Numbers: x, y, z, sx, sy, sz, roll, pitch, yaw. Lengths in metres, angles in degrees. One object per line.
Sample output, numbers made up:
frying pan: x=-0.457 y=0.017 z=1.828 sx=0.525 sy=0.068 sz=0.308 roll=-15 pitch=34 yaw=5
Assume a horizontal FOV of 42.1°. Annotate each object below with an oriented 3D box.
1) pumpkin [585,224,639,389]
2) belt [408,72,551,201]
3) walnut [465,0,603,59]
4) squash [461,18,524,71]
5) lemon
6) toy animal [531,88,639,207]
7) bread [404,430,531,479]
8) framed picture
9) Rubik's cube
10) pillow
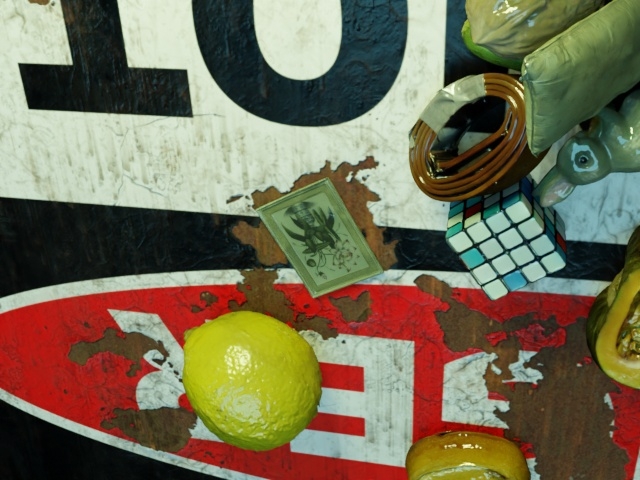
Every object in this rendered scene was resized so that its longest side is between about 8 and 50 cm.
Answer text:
pumpkin: x=0.596 y=0.135 z=1.484 sx=0.190 sy=0.139 sz=0.280 roll=20 pitch=126 yaw=7
belt: x=0.262 y=-0.172 z=1.368 sx=0.261 sy=0.105 sz=0.184 roll=-32 pitch=77 yaw=45
walnut: x=0.310 y=-0.363 z=1.226 sx=0.230 sy=0.178 sz=0.178 roll=-41 pitch=107 yaw=-7
squash: x=0.332 y=-0.306 z=1.328 sx=0.219 sy=0.068 sz=0.077 roll=13 pitch=115 yaw=6
lemon: x=-0.145 y=0.284 z=1.698 sx=0.321 sy=0.268 sz=0.268 roll=25 pitch=124 yaw=-5
toy animal: x=0.448 y=-0.141 z=1.329 sx=0.251 sy=0.127 sz=0.125 roll=-33 pitch=114 yaw=13
bread: x=0.312 y=0.509 z=1.782 sx=0.269 sy=0.143 sz=0.195 roll=-7 pitch=116 yaw=17
framed picture: x=0.000 y=0.000 z=1.637 sx=0.173 sy=0.010 sz=0.231 roll=-23 pitch=112 yaw=26
Rubik's cube: x=0.326 y=-0.016 z=1.459 sx=0.154 sy=0.151 sz=0.155 roll=-31 pitch=108 yaw=27
pillow: x=0.408 y=-0.262 z=1.225 sx=0.302 sy=0.075 sz=0.185 roll=-36 pitch=137 yaw=-14
